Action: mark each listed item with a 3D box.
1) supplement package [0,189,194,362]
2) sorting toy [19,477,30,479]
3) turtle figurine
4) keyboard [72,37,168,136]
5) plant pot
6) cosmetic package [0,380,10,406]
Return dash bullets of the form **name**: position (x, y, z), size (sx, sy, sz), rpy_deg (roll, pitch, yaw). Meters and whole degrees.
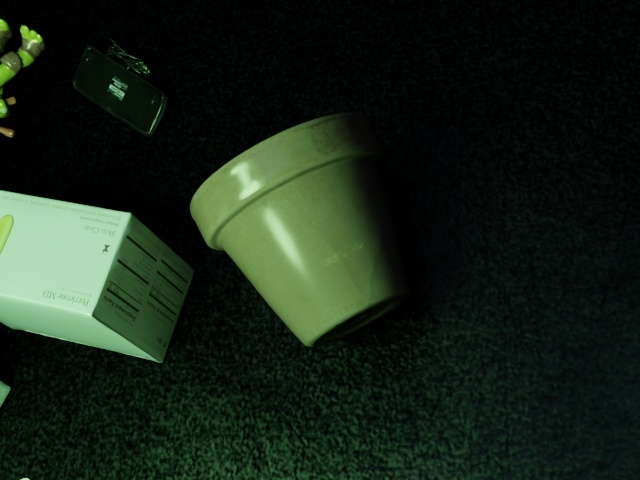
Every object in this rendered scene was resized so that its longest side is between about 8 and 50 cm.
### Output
- **supplement package**: position (-0.343, 0.047, 1.604), size (0.262, 0.204, 0.145), rpy_deg (9, 71, 24)
- **sorting toy**: position (-0.403, 0.358, 1.582), size (0.083, 0.045, 0.075), rpy_deg (35, 75, 30)
- **turtle figurine**: position (-0.524, -0.241, 1.872), size (0.269, 0.087, 0.217), rpy_deg (15, 65, 35)
- **keyboard**: position (-0.296, -0.239, 1.824), size (0.192, 0.038, 0.100), rpy_deg (34, 105, 29)
- **plant pot**: position (0.000, 0.000, 1.493), size (0.263, 0.263, 0.229), rpy_deg (-29, 77, 6)
- **cosmetic package**: position (-0.592, 0.183, 1.624), size (0.224, 0.224, 0.138), rpy_deg (24, 76, 28)
